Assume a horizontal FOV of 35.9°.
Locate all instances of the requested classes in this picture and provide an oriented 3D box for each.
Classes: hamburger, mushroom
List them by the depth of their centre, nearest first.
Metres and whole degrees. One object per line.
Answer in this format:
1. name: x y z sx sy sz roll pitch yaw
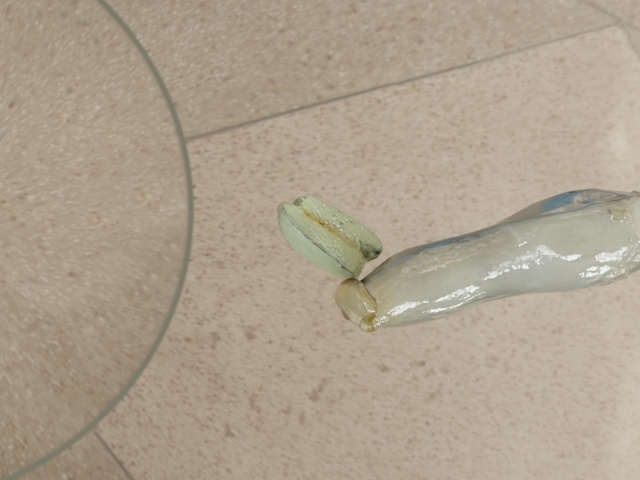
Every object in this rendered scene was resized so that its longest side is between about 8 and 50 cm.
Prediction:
1. mushroom: 0.186 0.022 1.009 0.351 0.109 0.097 -17 106 3
2. hamburger: 0.002 -0.003 1.082 0.121 0.084 0.054 34 75 -5
